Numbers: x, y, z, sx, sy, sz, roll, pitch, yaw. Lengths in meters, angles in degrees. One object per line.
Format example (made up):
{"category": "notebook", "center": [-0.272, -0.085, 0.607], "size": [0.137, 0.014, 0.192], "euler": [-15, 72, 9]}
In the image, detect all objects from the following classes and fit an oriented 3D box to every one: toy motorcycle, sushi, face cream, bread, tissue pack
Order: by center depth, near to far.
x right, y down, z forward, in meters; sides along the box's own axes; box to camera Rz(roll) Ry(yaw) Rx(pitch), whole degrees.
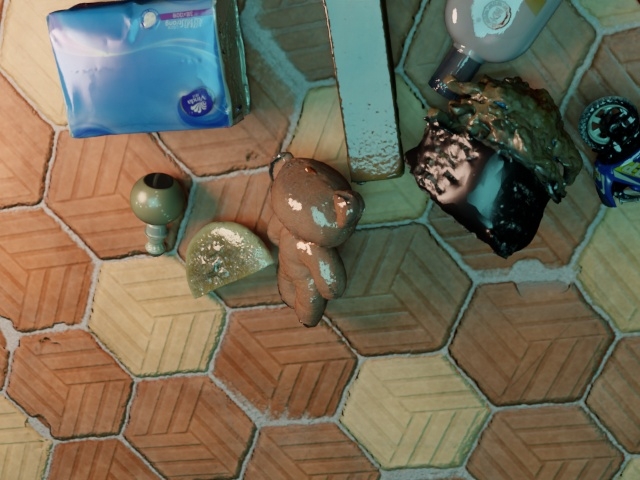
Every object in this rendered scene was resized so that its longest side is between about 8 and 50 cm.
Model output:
{"category": "sushi", "center": [0.261, -0.120, 1.052], "size": [0.218, 0.238, 0.225], "euler": [-49, 61, 15]}
{"category": "face cream", "center": [0.255, -0.335, 1.052], "size": [0.144, 0.071, 0.291], "euler": [33, 113, -4]}
{"category": "toy motorcycle", "center": [0.516, -0.111, 1.078], "size": [0.316, 0.113, 0.168], "euler": [12, 123, -4]}
{"category": "tissue pack", "center": [-0.255, -0.269, 1.124], "size": [0.264, 0.146, 0.198], "euler": [-2, 111, 10]}
{"category": "bread", "center": [-0.176, 0.024, 1.262], "size": [0.193, 0.036, 0.112], "euler": [-24, 91, 32]}

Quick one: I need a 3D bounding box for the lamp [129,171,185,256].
{"category": "lamp", "center": [-0.282, -0.037, 1.259], "size": [0.091, 0.091, 0.163], "euler": [17, 127, 3]}

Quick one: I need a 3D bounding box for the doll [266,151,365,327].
{"category": "doll", "center": [0.000, 0.000, 1.204], "size": [0.201, 0.156, 0.303], "euler": [40, 143, 34]}

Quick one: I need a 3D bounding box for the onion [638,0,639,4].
{"category": "onion", "center": [0.542, -0.385, 0.965], "size": [0.250, 0.111, 0.247], "euler": [-17, 105, 14]}

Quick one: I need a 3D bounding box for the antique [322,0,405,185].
{"category": "antique", "center": [0.068, -0.245, 1.106], "size": [0.088, 0.093, 0.309], "euler": [-6, 110, 12]}
